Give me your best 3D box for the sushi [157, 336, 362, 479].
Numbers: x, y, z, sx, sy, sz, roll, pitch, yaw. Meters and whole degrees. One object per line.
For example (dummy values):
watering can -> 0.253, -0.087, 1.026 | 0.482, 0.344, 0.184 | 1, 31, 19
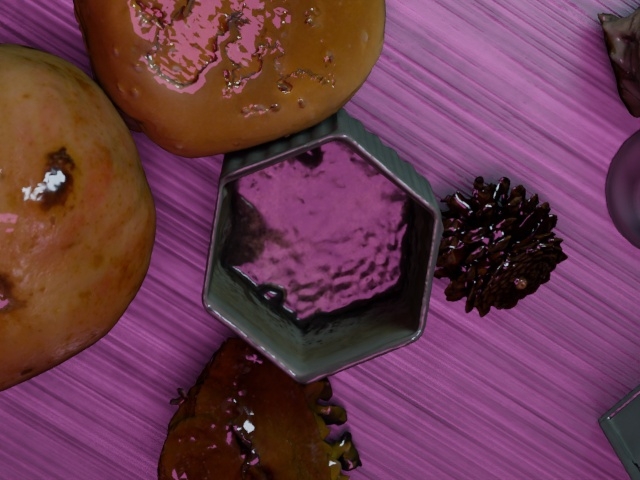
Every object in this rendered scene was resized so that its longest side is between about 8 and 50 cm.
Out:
sushi -> -0.061, 0.237, 1.844 | 0.166, 0.179, 0.296 | -20, 100, 20

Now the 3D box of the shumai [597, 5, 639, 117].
shumai -> 0.346, -0.151, 1.784 | 0.201, 0.120, 0.201 | 13, 66, -32

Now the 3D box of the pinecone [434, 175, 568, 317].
pinecone -> 0.166, 0.002, 1.810 | 0.140, 0.140, 0.121 | -33, 69, 5

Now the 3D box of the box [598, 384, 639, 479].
box -> 0.408, 0.179, 1.800 | 0.225, 0.225, 0.117 | -41, 101, 7

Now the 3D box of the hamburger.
hamburger -> -0.088, -0.241, 1.727 | 0.284, 0.174, 0.305 | -16, 107, -7

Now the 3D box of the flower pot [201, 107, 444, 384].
flower pot -> 0.000, 0.000, 1.768 | 0.209, 0.189, 0.239 | 8, 101, -3

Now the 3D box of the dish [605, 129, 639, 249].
dish -> 0.355, -0.044, 1.826 | 0.141, 0.078, 0.141 | 0, 103, -2

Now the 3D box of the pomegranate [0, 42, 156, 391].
pomegranate -> -0.322, -0.034, 1.700 | 0.342, 0.342, 0.343 | 0, 102, -2
